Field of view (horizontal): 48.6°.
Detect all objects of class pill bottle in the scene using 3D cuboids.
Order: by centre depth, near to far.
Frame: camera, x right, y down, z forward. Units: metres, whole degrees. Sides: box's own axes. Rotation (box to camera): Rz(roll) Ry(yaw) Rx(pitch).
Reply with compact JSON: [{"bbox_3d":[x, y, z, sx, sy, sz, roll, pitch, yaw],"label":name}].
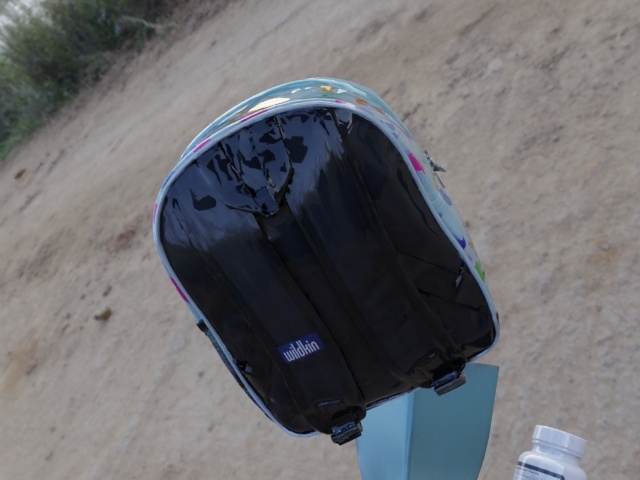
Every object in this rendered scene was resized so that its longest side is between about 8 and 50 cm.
[{"bbox_3d":[0.356,0.390,1.111,0.108,0.108,0.180,1,67,54],"label":"pill bottle"}]

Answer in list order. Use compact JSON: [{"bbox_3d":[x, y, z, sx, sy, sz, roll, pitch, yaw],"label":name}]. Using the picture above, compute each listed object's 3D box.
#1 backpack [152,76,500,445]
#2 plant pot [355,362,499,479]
[{"bbox_3d":[0.000,0.000,0.573,0.225,0.253,0.191,-28,24,14],"label":"backpack"},{"bbox_3d":[0.154,0.298,1.093,0.166,0.166,0.234,-12,70,61],"label":"plant pot"}]
